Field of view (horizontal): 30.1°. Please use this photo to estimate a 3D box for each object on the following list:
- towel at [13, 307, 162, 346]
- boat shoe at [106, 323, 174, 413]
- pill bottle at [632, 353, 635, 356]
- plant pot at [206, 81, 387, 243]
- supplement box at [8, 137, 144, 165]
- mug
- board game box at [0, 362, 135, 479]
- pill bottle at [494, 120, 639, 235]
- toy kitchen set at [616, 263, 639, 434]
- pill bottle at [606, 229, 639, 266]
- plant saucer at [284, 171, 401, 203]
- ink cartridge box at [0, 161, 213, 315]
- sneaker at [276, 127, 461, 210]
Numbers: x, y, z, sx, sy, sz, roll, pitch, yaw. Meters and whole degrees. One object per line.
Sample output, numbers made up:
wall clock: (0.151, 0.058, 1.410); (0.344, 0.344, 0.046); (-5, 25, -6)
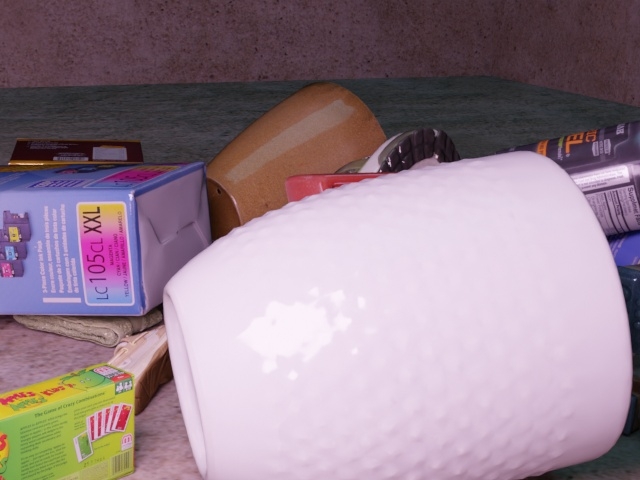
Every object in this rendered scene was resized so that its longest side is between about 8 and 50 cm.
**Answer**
towel: (-0.269, 0.089, 1.387); (0.148, 0.027, 0.110); (8, 15, 23)
boat shoe: (-0.184, 0.120, 1.220); (0.059, 0.063, 0.170); (12, 17, 10)
pill bottle: (0.304, 0.070, 1.423); (0.108, 0.108, 0.193); (0, 15, -13)
plant pot: (-0.062, -0.086, 1.764); (0.254, 0.237, 0.237); (-27, 31, -36)
supplement box: (-0.360, -0.071, 1.769); (0.191, 0.129, 0.194); (0, 15, -10)
mug: (0.035, 0.090, 1.044); (0.328, 0.276, 0.374); (-11, -2, -14)
board game box: (-0.234, 0.169, 0.972); (0.043, 0.092, 0.181); (14, 18, 38)
pill bottle: (0.339, -0.070, 1.436); (0.245, 0.130, 0.130); (-11, 9, 22)
toy kitchen set: (0.359, 0.125, 1.115); (0.207, 0.166, 0.122); (15, 18, 37)
pill bottle: (0.411, 0.029, 1.514); (0.152, 0.152, 0.272); (-4, 17, -24)
plant saucer: (0.110, 0.020, 1.364); (0.259, 0.258, 0.048); (-2, -29, -21)
ink cartridge box: (-0.358, -0.008, 1.437); (0.395, 0.151, 0.270); (-2, 10, 12)
sneaker: (0.000, 0.000, 1.504); (0.410, 0.158, 0.182); (-31, 11, -32)
